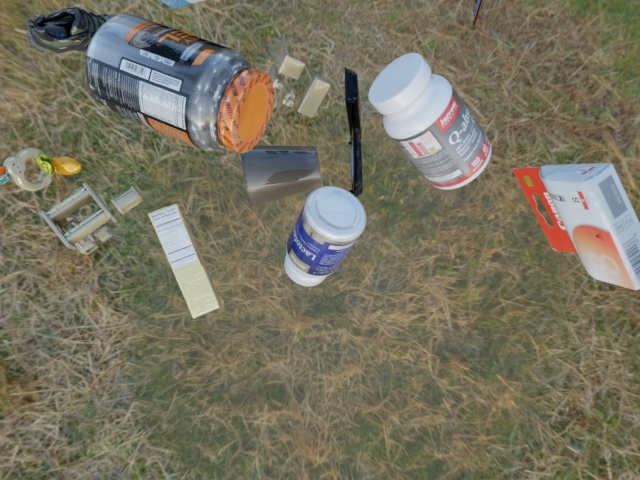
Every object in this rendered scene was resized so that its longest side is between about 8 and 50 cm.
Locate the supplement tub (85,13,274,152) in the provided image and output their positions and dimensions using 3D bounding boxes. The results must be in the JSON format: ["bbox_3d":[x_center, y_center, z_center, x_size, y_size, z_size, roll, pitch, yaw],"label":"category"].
[{"bbox_3d":[-0.280,-0.313,0.973,0.337,0.207,0.207,23,83,12],"label":"supplement tub"}]

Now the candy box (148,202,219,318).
[{"bbox_3d":[-0.394,0.050,1.395,0.087,0.183,0.317,-23,100,-11],"label":"candy box"}]

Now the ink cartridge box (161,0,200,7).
[{"bbox_3d":[-0.392,-0.890,1.474,0.394,0.285,0.167,-1,92,21],"label":"ink cartridge box"}]

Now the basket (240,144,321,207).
[{"bbox_3d":[-0.119,-0.210,1.467,0.226,0.154,0.205,-8,126,-5],"label":"basket"}]

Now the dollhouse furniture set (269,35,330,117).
[{"bbox_3d":[-0.065,-0.468,1.372,0.151,0.144,0.123,15,40,-25],"label":"dollhouse furniture set"}]

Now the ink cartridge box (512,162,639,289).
[{"bbox_3d":[0.308,-0.024,0.594,0.045,0.179,0.146,-34,102,-8],"label":"ink cartridge box"}]

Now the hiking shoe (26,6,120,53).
[{"bbox_3d":[-0.494,-0.443,1.012,0.226,0.114,0.086,-19,105,-27],"label":"hiking shoe"}]

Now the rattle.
[{"bbox_3d":[-0.814,-0.192,1.348,0.142,0.199,0.130,24,101,10],"label":"rattle"}]

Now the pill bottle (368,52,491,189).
[{"bbox_3d":[0.307,-0.325,1.335,0.363,0.210,0.210,39,82,-34],"label":"pill bottle"}]

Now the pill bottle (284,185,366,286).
[{"bbox_3d":[0.000,0.000,1.198,0.153,0.265,0.153,10,54,-14],"label":"pill bottle"}]

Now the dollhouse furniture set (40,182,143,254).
[{"bbox_3d":[-0.504,-0.069,1.081,0.181,0.161,0.101,-39,91,-15],"label":"dollhouse furniture set"}]

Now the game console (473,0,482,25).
[{"bbox_3d":[0.400,-0.675,1.271,0.124,0.144,0.085,41,85,13],"label":"game console"}]

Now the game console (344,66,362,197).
[{"bbox_3d":[0.100,-0.311,1.417,0.043,0.213,0.362,-3,70,7],"label":"game console"}]
